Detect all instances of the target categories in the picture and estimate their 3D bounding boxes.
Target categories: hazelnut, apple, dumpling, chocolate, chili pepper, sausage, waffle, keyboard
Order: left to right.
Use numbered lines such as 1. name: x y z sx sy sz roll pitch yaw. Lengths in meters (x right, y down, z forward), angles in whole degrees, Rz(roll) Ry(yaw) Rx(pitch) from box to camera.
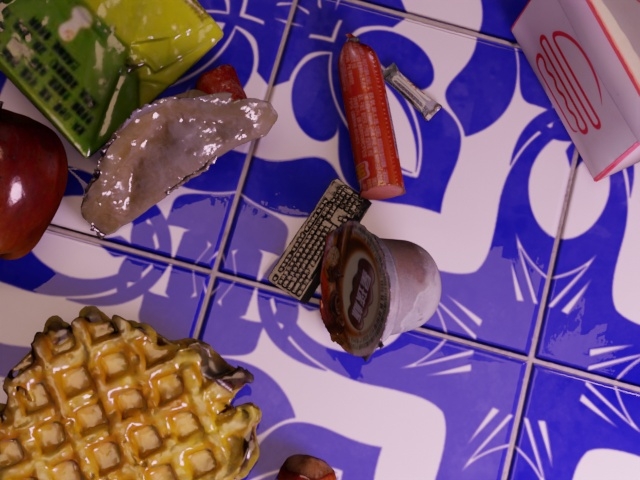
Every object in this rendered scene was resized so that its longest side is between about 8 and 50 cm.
1. apple: -0.475 -0.089 1.765 0.234 0.234 0.234 1 75 -4
2. chocolate: -0.354 -0.323 1.836 0.289 0.137 0.301 -45 107 -13
3. waffle: -0.289 0.298 1.746 0.382 0.095 0.379 25 76 0
4. dumpling: -0.238 -0.151 1.826 0.332 0.166 0.086 -34 35 1
5. chili pepper: -0.144 -0.209 1.901 0.073 0.070 0.123 -14 73 -38
6. hazelnut: -0.020 0.348 1.763 0.086 0.086 0.086 1 75 -4
7. keyboard: 0.000 -0.001 1.883 0.074 0.015 0.196 33 76 4
8. sausage: 0.074 -0.200 1.910 0.074 0.074 0.274 -8 76 -6
9. chocolate: 0.098 0.067 1.811 0.147 0.221 0.221 -3 74 -34

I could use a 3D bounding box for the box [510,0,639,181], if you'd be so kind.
1. box: 0.514 -0.309 1.849 0.314 0.300 0.312 -25 80 -12

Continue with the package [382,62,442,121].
1. package: 0.143 -0.238 1.954 0.110 0.015 0.037 44 76 6
